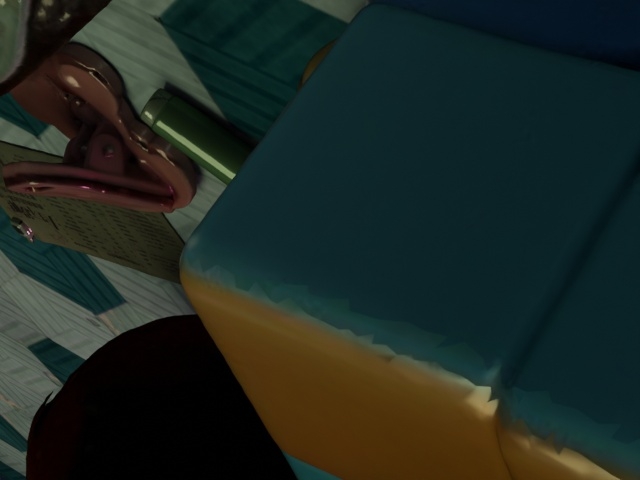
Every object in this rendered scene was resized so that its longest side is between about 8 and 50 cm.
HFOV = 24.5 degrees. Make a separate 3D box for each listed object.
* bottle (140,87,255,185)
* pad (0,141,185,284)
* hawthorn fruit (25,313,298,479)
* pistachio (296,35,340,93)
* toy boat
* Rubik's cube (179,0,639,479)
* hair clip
[{"bbox_3d":[-0.077,-0.066,0.960,0.083,0.030,0.030,35,157,0],"label":"bottle"},{"bbox_3d":[-0.211,-0.024,1.256,0.265,0.009,0.159,15,150,39],"label":"pad"},{"bbox_3d":[-0.086,0.191,1.165,0.316,0.316,0.316,29,157,14],"label":"hawthorn fruit"},{"bbox_3d":[0.059,-0.031,0.750,0.185,0.124,0.124,29,163,-30],"label":"pistachio"},{"bbox_3d":[-0.181,-0.156,0.819,0.115,0.114,0.262,46,155,-15],"label":"toy boat"},{"bbox_3d":[0.183,0.023,0.444,0.292,0.290,0.291,22,155,31],"label":"Rubik's cube"},{"bbox_3d":[-0.152,-0.077,1.044,0.138,0.102,0.123,9,174,-31],"label":"hair clip"}]
